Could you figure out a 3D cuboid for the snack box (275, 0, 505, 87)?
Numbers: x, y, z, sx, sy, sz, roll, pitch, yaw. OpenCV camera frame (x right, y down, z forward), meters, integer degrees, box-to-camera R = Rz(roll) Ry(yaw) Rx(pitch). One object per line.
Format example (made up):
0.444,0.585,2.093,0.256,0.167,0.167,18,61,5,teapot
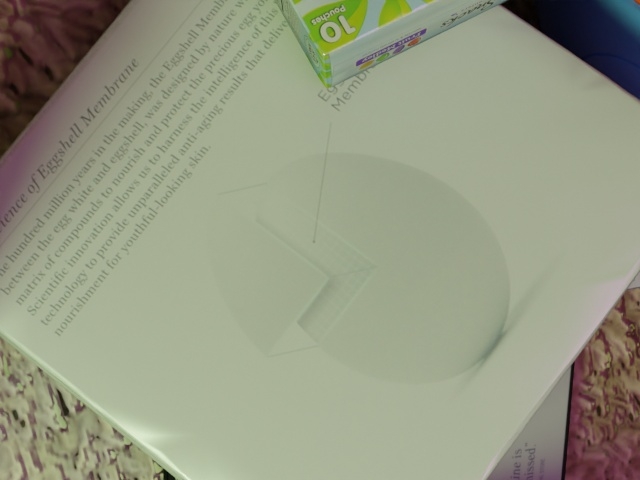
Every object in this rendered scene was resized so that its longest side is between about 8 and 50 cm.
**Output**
0.041,-0.133,0.447,0.141,0.037,0.100,-27,78,-6,snack box

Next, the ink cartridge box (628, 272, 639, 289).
0.169,-0.009,0.664,0.207,0.097,0.046,-8,106,-23,ink cartridge box

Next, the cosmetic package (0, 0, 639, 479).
0.000,0.000,0.511,0.225,0.138,0.224,37,83,8,cosmetic package

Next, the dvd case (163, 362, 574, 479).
0.034,0.117,0.671,0.253,0.022,0.180,-3,103,-25,dvd case

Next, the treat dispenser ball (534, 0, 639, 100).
0.244,-0.148,0.561,0.288,0.288,0.288,-6,104,-24,treat dispenser ball
